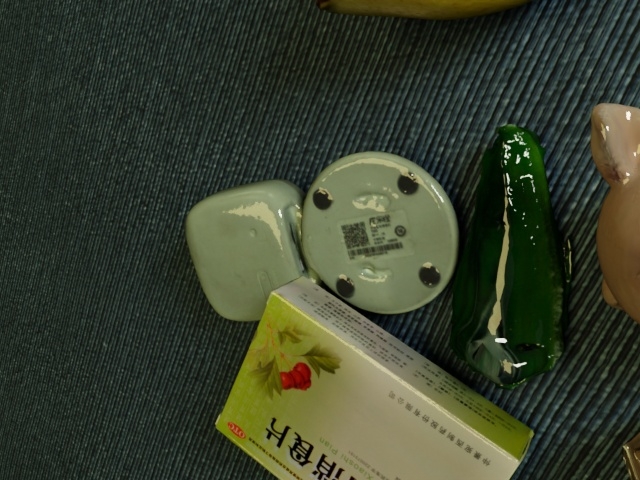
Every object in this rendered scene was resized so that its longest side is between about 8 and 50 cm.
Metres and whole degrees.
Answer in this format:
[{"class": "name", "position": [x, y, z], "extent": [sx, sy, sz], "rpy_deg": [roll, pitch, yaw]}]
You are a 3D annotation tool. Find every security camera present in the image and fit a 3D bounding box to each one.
[{"class": "security camera", "position": [0.000, 0.000, 0.713], "extent": [0.301, 0.080, 0.157], "rpy_deg": [-10, 101, 30]}]

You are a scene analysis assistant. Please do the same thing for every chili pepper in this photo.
[{"class": "chili pepper", "position": [0.151, 0.013, 0.590], "extent": [0.108, 0.062, 0.216], "rpy_deg": [6, 96, 41]}]

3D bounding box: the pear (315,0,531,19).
[{"class": "pear", "position": [0.122, -0.259, 0.525], "extent": [0.178, 0.267, 0.267], "rpy_deg": [33, 117, 8]}]

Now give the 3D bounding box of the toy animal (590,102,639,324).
[{"class": "toy animal", "position": [0.288, 0.000, 0.407], "extent": [0.250, 0.154, 0.167], "rpy_deg": [4, 113, 29]}]

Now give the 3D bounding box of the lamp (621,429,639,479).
[{"class": "lamp", "position": [0.354, 0.129, 0.404], "extent": [0.325, 0.090, 0.089], "rpy_deg": [-23, 79, 41]}]

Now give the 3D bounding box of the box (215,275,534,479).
[{"class": "box", "position": [0.039, 0.176, 0.661], "extent": [0.260, 0.062, 0.175], "rpy_deg": [33, 116, 18]}]
